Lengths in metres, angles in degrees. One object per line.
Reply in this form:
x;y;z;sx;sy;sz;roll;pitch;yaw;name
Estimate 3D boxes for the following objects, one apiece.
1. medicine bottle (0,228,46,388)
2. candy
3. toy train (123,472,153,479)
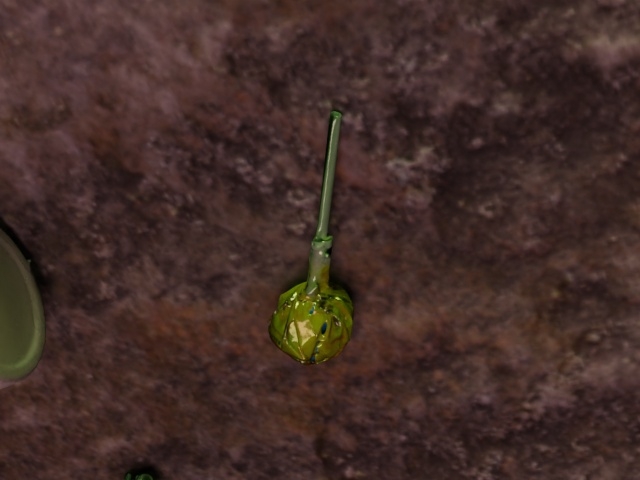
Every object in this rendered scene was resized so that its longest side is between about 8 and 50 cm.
-0.331;0.079;1.053;0.252;0.144;0.144;-17;123;21;medicine bottle
0.000;0.000;1.018;0.062;0.058;0.194;-16;126;-33;candy
-0.157;0.225;1.197;0.033;0.053;0.083;24;127;-10;toy train
